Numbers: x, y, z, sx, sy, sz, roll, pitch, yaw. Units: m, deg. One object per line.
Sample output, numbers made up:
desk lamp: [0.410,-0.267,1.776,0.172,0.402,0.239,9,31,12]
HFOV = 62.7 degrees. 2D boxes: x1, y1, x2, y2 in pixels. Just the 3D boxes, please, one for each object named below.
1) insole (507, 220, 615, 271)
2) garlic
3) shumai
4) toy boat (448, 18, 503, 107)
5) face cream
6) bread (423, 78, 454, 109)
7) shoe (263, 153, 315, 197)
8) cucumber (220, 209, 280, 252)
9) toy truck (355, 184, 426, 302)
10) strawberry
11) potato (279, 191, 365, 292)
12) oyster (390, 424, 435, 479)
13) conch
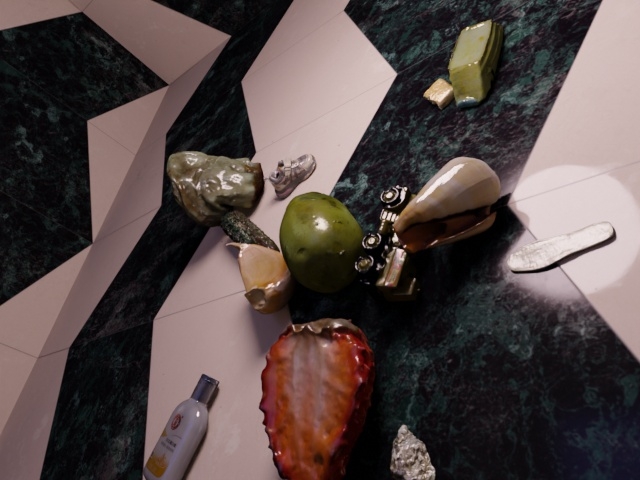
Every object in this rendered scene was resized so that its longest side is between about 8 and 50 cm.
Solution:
insole: [0.432,0.014,0.956,0.191,0.010,0.063,-27,41,32]
garlic: [-0.154,0.095,1.414,0.146,0.164,0.245,-59,38,21]
shumai: [-0.336,-0.213,1.812,0.263,0.304,0.309,-20,33,18]
toy boat: [0.402,-0.475,1.367,0.111,0.084,0.277,-5,54,44]
face cream: [-0.353,0.493,1.367,0.143,0.071,0.291,7,64,51]
bread: [0.328,-0.399,1.427,0.070,0.035,0.083,-47,41,7]
shoe: [-0.102,-0.228,1.710,0.180,0.092,0.089,-42,35,13]
cucumber: [-0.217,0.000,1.634,0.096,0.096,0.359,-52,34,0]
toy truck: [0.175,0.007,1.166,0.127,0.127,0.257,1,58,32]
strawberry: [0.009,0.326,1.058,0.264,0.149,0.337,-16,58,31]
potato: [-0.002,-0.001,1.293,0.216,0.215,0.304,-45,40,9]
oyster: [0.156,0.385,0.913,0.100,0.037,0.098,15,72,53]
conch: [0.263,-0.075,1.102,0.255,0.158,0.127,-26,9,-1]
